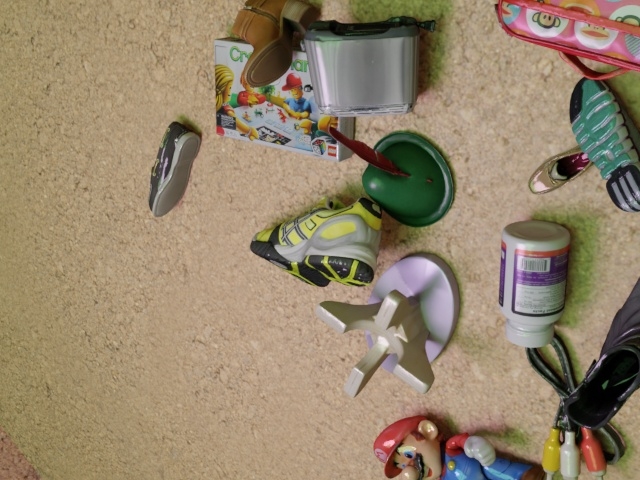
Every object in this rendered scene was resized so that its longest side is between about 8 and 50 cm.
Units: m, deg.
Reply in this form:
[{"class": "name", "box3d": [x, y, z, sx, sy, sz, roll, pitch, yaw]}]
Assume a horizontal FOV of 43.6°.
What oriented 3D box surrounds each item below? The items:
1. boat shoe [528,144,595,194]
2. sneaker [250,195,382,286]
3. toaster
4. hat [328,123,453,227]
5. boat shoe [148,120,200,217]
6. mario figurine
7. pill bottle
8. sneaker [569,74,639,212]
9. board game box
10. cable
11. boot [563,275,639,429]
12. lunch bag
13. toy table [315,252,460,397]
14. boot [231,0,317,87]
[{"class": "boat shoe", "box3d": [0.377, -0.112, 1.259, 0.135, 0.045, 0.050, -39, 83, 41]}, {"class": "sneaker", "box3d": [0.000, 0.000, 1.537, 0.385, 0.145, 0.147, 3, 67, 56]}, {"class": "toaster", "box3d": [0.082, -0.291, 1.338, 0.227, 0.129, 0.146, -2, 115, 5]}, {"class": "hat", "box3d": [0.101, -0.090, 1.388, 0.208, 0.183, 0.173, 45, 130, 14]}, {"class": "boat shoe", "box3d": [-0.334, -0.155, 1.768, 0.069, 0.081, 0.227, 41, 121, 21]}, {"class": "mario figurine", "box3d": [0.243, 0.450, 1.511, 0.320, 0.170, 0.198, 16, 84, 23]}, {"class": "pill bottle", "box3d": [0.349, 0.073, 1.317, 0.108, 0.108, 0.193, 13, 116, 33]}, {"class": "sneaker", "box3d": [0.447, -0.142, 1.185, 0.083, 0.098, 0.223, -42, 58, 52]}, {"class": "board game box", "box3d": [-0.074, -0.274, 1.531, 0.305, 0.053, 0.193, 16, 117, 32]}, {"class": "cable", "box3d": [0.431, 0.293, 1.372, 0.139, 0.072, 0.287, -8, 103, 34]}, {"class": "boot", "box3d": [0.484, 0.119, 1.157, 0.118, 0.223, 0.338, 30, 124, 25]}, {"class": "lunch bag", "box3d": [0.397, -0.350, 1.104, 0.293, 0.120, 0.258, 24, 126, 27]}, {"class": "toy table", "box3d": [0.133, 0.164, 1.489, 0.252, 0.161, 0.274, 25, 123, 28]}, {"class": "boot", "box3d": [-0.112, -0.366, 1.455, 0.152, 0.197, 0.073, 25, 158, 35]}]
